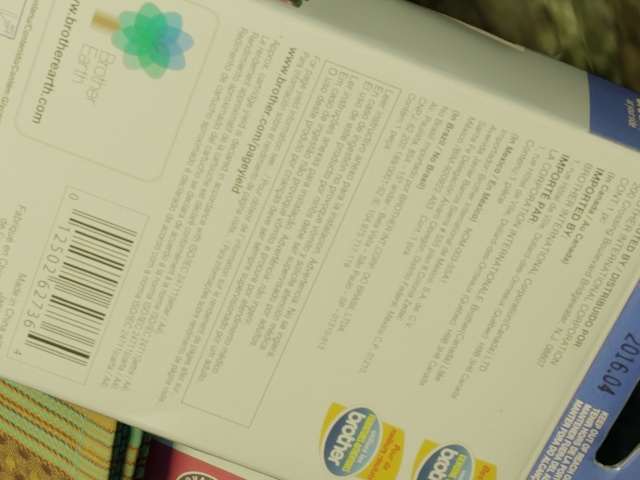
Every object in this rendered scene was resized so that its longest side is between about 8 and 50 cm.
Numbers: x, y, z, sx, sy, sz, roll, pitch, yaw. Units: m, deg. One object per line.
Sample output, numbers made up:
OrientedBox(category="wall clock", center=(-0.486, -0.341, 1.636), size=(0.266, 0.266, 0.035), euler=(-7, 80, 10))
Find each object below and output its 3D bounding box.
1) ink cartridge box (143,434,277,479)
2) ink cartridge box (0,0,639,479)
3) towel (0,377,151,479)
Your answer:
OrientedBox(category="ink cartridge box", center=(0.024, 0.039, 0.796), size=(0.172, 0.100, 0.237), euler=(21, 121, 7))
OrientedBox(category="ink cartridge box", center=(0.000, 0.000, 0.669), size=(0.311, 0.065, 0.185), euler=(22, 120, -3))
OrientedBox(category="towel", center=(-0.158, -0.054, 0.788), size=(0.271, 0.040, 0.370), euler=(29, 124, 28))
